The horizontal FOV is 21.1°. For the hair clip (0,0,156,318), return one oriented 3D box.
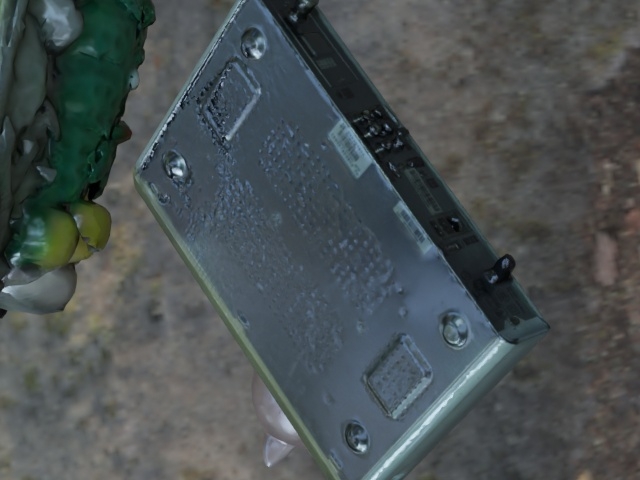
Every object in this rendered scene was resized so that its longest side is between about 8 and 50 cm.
[{"bbox_3d":[-0.123,-0.020,0.563,0.321,0.091,0.138,-16,60,58],"label":"hair clip"}]

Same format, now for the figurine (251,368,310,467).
[{"bbox_3d":[-0.006,0.143,1.633,0.125,0.125,0.138,-33,35,41],"label":"figurine"}]

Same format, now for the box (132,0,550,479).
[{"bbox_3d":[0.000,0.000,1.016,0.270,0.045,0.211,56,135,18],"label":"box"}]
